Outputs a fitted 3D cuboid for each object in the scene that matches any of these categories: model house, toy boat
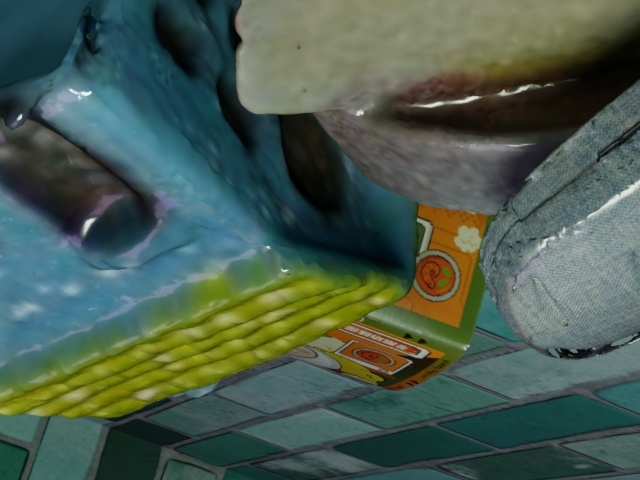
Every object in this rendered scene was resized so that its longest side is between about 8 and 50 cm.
[{"bbox_3d":[-0.107,-0.028,0.838,0.237,0.215,0.303,-23,136,28],"label":"model house"},{"bbox_3d":[0.086,-0.119,0.683,0.276,0.111,0.293,-21,139,24],"label":"toy boat"}]

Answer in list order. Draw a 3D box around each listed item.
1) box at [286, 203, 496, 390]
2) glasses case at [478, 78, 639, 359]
[{"bbox_3d":[0.000,0.000,1.073,0.195,0.148,0.177,21,163,-11],"label":"box"},{"bbox_3d":[0.188,-0.051,0.649,0.109,0.282,0.067,39,-164,-46],"label":"glasses case"}]
